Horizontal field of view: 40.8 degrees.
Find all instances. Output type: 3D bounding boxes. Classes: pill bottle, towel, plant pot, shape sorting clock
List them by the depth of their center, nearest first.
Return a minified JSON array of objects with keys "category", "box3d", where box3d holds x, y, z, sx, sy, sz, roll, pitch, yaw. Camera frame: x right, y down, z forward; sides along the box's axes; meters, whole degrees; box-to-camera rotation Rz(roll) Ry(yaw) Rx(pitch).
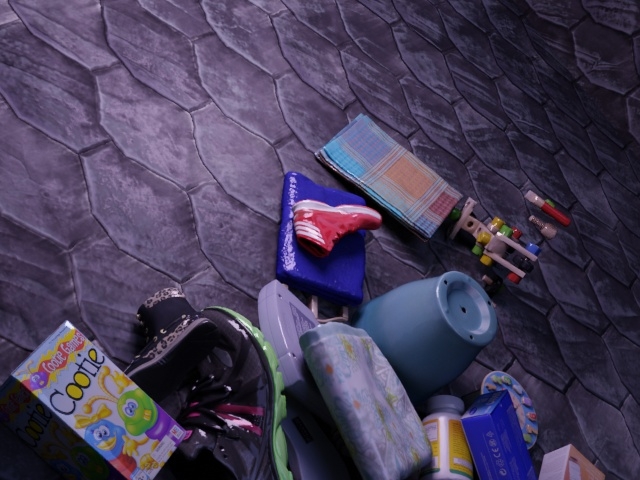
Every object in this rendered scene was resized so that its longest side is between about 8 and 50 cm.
[{"category":"towel","box3d":[0.100,0.321,1.705,0.320,0.090,0.374,61,12,16]},{"category":"pill bottle","box3d":[0.276,0.453,1.901,0.118,0.117,0.208,26,47,-25]},{"category":"plant pot","box3d":[0.249,0.203,1.954,0.272,0.255,0.271,22,49,-28]},{"category":"towel","box3d":[0.000,0.000,2.027,0.228,0.076,0.308,20,50,-21]},{"category":"shape sorting clock","box3d":[0.474,0.422,2.145,0.206,0.040,0.206,22,48,-28]},{"category":"towel","box3d":[0.191,-0.176,2.281,0.370,0.040,0.271,38,41,5]}]

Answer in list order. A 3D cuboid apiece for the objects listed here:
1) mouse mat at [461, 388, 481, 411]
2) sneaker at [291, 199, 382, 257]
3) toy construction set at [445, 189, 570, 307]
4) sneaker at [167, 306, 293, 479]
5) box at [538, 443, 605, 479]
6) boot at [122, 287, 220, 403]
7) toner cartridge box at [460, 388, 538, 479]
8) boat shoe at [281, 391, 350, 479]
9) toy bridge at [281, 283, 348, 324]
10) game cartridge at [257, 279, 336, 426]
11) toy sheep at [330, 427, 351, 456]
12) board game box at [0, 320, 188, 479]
[{"category":"mouse mat","box3d":[0.435,0.436,2.137,0.190,0.007,0.152,-9,68,-45]},{"category":"sneaker","box3d":[0.039,-0.013,1.966,0.221,0.087,0.128,5,64,-17]},{"category":"toy construction set","box3d":[0.474,-0.032,2.308,0.237,0.309,0.257,36,35,-10]},{"category":"sneaker","box3d":[-0.178,0.329,1.548,0.202,0.185,0.482,8,53,-35]},{"category":"box","box3d":[0.607,0.611,2.098,0.130,0.091,0.170,42,42,-10]},{"category":"boot","box3d":[-0.310,0.199,1.588,0.178,0.236,0.085,40,-13,53]},{"category":"toner cartridge box","box3d":[0.417,0.524,1.910,0.165,0.075,0.347,-20,92,-64]},{"category":"boat shoe","box3d":[-0.049,0.415,1.656,0.113,0.105,0.306,-20,69,-43]},{"category":"toy bridge","box3d":[-0.019,0.154,1.926,0.188,0.026,0.063,22,50,-28]},{"category":"game cartridge","box3d":[-0.045,0.218,1.735,0.196,0.060,0.294,50,14,-37]},{"category":"toy sheep","box3d":[0.066,0.402,1.778,0.091,0.091,0.132,7,40,-38]},{"category":"board game box","box3d":[-0.385,0.294,1.417,0.275,0.144,0.142,44,42,-6]}]
